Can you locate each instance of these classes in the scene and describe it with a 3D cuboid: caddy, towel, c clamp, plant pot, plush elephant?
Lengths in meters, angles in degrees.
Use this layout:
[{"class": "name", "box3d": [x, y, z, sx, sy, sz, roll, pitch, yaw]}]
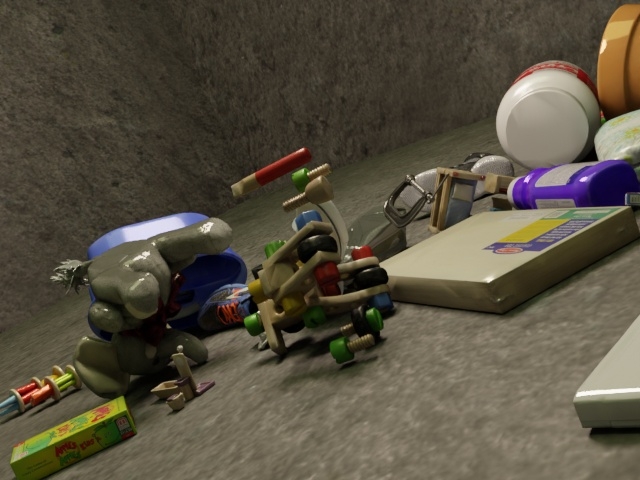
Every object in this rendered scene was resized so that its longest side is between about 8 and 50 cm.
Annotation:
[{"class": "caddy", "box3d": [-0.322, 0.091, 1.864, 0.341, 0.179, 0.241, -15, -36, -24]}, {"class": "towel", "box3d": [0.711, -0.220, 1.709, 0.374, 0.090, 0.320, -19, 9, 18]}, {"class": "c clamp", "box3d": [0.180, -0.086, 1.753, 0.137, 0.022, 0.160, -56, 24, 4]}, {"class": "plant pot", "box3d": [0.768, -0.376, 1.988, 0.203, 0.291, 0.291, 9, 28, 41]}, {"class": "plush elephant", "box3d": [-0.312, 0.141, 1.624, 0.330, 0.255, 0.272, -8, 24, 30]}]

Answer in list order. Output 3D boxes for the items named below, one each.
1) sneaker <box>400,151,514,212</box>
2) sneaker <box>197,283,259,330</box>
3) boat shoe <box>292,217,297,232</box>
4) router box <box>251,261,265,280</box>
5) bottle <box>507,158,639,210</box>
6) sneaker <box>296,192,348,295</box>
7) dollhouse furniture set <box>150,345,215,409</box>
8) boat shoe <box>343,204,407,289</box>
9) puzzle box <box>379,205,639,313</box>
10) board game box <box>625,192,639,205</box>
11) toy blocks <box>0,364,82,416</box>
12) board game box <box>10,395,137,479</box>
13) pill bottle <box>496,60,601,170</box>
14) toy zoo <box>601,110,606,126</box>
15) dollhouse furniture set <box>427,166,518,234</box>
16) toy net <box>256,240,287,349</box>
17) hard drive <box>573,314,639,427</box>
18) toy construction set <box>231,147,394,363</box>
[{"class": "sneaker", "box3d": [0.325, -0.140, 2.147, 0.268, 0.101, 0.153, -14, 10, 13]}, {"class": "sneaker", "box3d": [-0.150, 0.127, 1.776, 0.221, 0.083, 0.087, -23, 16, 18]}, {"class": "boat shoe", "box3d": [0.000, 0.000, 2.213, 0.065, 0.083, 0.183, -48, 35, 7]}, {"class": "router box", "box3d": [-0.060, 0.053, 2.086, 0.133, 0.046, 0.179, -28, 10, -32]}, {"class": "bottle", "box3d": [0.426, -0.084, 1.574, 0.118, 0.092, 0.283, -24, 9, -17]}, {"class": "sneaker", "box3d": [-0.009, 0.036, 1.544, 0.094, 0.258, 0.091, 18, 45, 29]}, {"class": "dollhouse furniture set", "box3d": [-0.249, 0.219, 1.445, 0.114, 0.081, 0.091, -15, 11, 39]}, {"class": "boat shoe", "box3d": [0.064, 0.037, 1.776, 0.118, 0.103, 0.320, 9, 33, 40]}, {"class": "puzzle box", "box3d": [0.268, 0.025, 1.445, 0.272, 0.052, 0.409, -25, 10, -20]}, {"class": "board game box", "box3d": [0.499, -0.060, 1.336, 0.090, 0.020, 0.090, 2, 1, 17]}, {"class": "toy blocks", "box3d": [-0.564, 0.304, 1.792, 0.148, 0.054, 0.123, -29, 11, -38]}, {"class": "board game box", "box3d": [-0.375, 0.303, 1.375, 0.181, 0.043, 0.092, -24, 9, -13]}, {"class": "pill bottle", "box3d": [0.527, -0.284, 2.079, 0.229, 0.229, 0.408, -19, 10, 20]}, {"class": "toy zoo", "box3d": [0.784, -0.329, 2.354, 0.293, 0.030, 0.192, -26, 10, -27]}, {"class": "dollhouse furniture set", "box3d": [0.319, -0.064, 1.741, 0.183, 0.129, 0.129, 7, 8, -7]}, {"class": "toy net", "box3d": [-0.098, 0.108, 1.628, 0.122, 0.045, 0.232, -47, 17, 40]}, {"class": "hard drive", "box3d": [0.398, 0.092, 0.772, 0.307, 0.040, 0.203, -13, 13, 43]}, {"class": "toy construction set", "box3d": [-0.053, 0.043, 1.404, 0.237, 0.309, 0.257, -24, 0, 19]}]
